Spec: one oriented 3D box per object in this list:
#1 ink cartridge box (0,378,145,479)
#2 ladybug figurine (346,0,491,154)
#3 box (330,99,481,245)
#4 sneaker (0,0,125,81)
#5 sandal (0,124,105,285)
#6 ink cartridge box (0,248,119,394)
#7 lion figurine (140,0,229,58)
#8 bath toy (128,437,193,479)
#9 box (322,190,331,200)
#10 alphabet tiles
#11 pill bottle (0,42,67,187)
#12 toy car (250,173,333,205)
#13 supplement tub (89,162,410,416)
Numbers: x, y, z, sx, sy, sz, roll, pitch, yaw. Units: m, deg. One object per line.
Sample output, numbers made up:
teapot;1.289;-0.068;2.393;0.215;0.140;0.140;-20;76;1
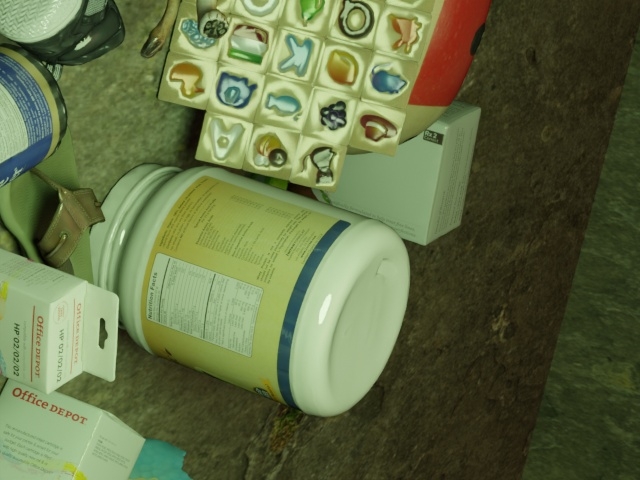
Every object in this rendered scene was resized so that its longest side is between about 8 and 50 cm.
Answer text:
ink cartridge box;-0.296;0.256;1.905;0.176;0.128;0.127;-66;155;-11
ladybug figurine;0.115;-0.316;2.175;0.305;0.162;0.449;-121;-137;-64
box;0.107;-0.113;2.427;0.119;0.181;0.182;-27;131;-56
sneaker;-0.229;-0.282;1.712;0.153;0.101;0.268;72;40;-65
sandal;-0.263;-0.015;1.831;0.120;0.086;0.303;-53;150;-34
ink cartridge box;-0.290;0.079;1.727;0.061;0.181;0.104;-34;136;-53
lion figurine;-0.120;-0.396;1.774;0.142;0.240;0.392;11;132;-28
bath toy;-0.196;0.417;2.234;0.151;0.129;0.348;-50;149;-40
box;-0.043;0.007;2.368;0.179;0.043;0.105;-57;153;-32
alphabet tiles;-0.022;-0.237;2.003;0.011;0.285;0.342;-129;-128;-75
pill bottle;-0.338;-0.087;1.578;0.219;0.123;0.123;-40;141;-48
toy car;0.000;0.000;2.217;0.155;0.188;0.149;37;72;-36
supplement tub;-0.083;0.047;1.974;0.228;0.316;0.228;-45;144;-45
